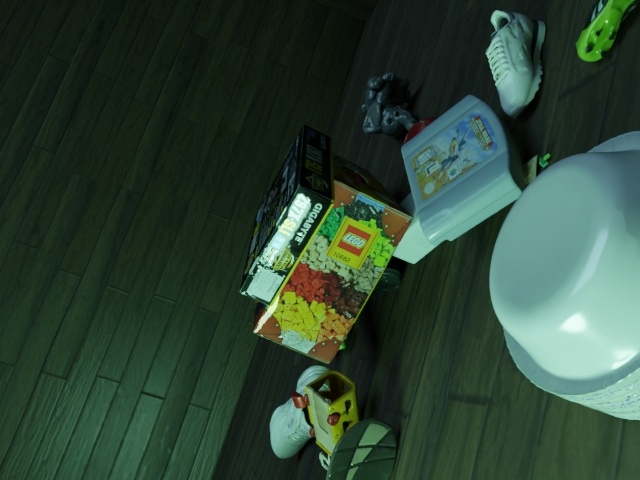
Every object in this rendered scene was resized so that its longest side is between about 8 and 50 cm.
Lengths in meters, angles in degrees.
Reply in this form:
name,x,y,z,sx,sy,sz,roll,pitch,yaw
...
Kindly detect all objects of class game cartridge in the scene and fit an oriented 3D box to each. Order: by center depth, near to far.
name,x,y,z,sx,sy,sz,roll,pitch,yaw
game cartridge,0.252,-0.143,1.000,0.198,0.062,0.297,-40,31,28

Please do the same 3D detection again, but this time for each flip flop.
name,x,y,z,sx,sy,sz,roll,pitch,yaw
flip flop,0.060,0.460,1.018,0.080,0.112,0.277,33,-108,-86

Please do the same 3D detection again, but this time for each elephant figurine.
name,x,y,z,sx,sy,sz,roll,pitch,yaw
elephant figurine,0.210,-0.383,1.708,0.186,0.169,0.239,66,-160,-64

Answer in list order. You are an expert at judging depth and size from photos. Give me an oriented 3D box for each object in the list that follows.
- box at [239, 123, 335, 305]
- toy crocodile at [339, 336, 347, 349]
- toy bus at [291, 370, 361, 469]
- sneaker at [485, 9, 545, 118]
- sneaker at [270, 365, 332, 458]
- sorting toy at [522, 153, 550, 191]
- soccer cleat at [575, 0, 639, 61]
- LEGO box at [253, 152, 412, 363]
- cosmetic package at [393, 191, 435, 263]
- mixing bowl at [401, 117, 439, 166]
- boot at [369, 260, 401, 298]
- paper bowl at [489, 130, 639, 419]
name,x,y,z,sx,sy,sz,roll,pitch,yaw
box,-0.064,-0.064,1.128,0.257,0.079,0.322,-60,15,27
toy crocodile,0.014,0.253,1.603,0.340,0.105,0.115,169,80,-76
toy bus,0.038,0.386,1.206,0.104,0.191,0.202,-26,-12,-29
sneaker,0.352,-0.330,1.029,0.090,0.094,0.235,132,155,-58
sneaker,-0.059,0.482,1.473,0.152,0.114,0.305,-93,26,-67
sorting toy,0.340,-0.107,0.889,0.083,0.012,0.062,132,157,-66
soccer cleat,0.427,-0.348,0.793,0.072,0.060,0.179,-82,14,-54
LEGO box,0.000,0.000,1.358,0.372,0.193,0.500,-62,13,13
cosmetic package,0.225,-0.054,1.165,0.231,0.085,0.117,130,159,-56
mixing bowl,0.253,-0.218,1.296,0.181,0.098,0.181,-158,90,-79
boot,0.146,0.023,1.371,0.246,0.094,0.207,124,160,-71
paper bowl,0.286,0.025,0.568,0.284,0.148,0.284,-161,90,-78
